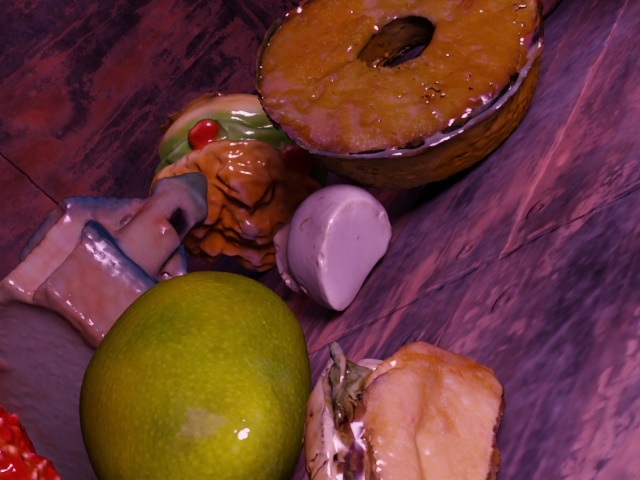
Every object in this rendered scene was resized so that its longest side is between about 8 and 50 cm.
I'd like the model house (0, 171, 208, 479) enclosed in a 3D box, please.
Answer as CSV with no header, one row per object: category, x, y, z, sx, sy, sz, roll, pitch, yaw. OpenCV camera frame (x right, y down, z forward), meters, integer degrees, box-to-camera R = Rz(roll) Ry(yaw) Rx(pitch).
model house,-0.227,0.081,1.168,0.312,0.245,0.280,-41,11,43

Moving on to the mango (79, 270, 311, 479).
mango,-0.088,0.118,0.782,0.192,0.156,0.343,-56,16,-4

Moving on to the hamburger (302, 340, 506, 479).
hamburger,0.028,0.108,0.543,0.087,0.102,0.176,-53,6,34

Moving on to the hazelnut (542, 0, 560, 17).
hazelnut,0.213,-0.301,1.189,0.154,0.143,0.143,-34,5,-29

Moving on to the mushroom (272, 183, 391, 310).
mushroom,0.000,0.000,1.015,0.116,0.093,0.225,-69,18,-1

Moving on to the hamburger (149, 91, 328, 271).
hamburger,-0.099,-0.062,1.292,0.237,0.237,0.149,-37,37,39

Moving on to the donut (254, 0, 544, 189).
donut,0.082,-0.159,0.986,0.272,0.107,0.272,-9,57,14

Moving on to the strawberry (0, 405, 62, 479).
strawberry,-0.327,0.277,0.938,0.292,0.292,0.343,-48,-6,-8
